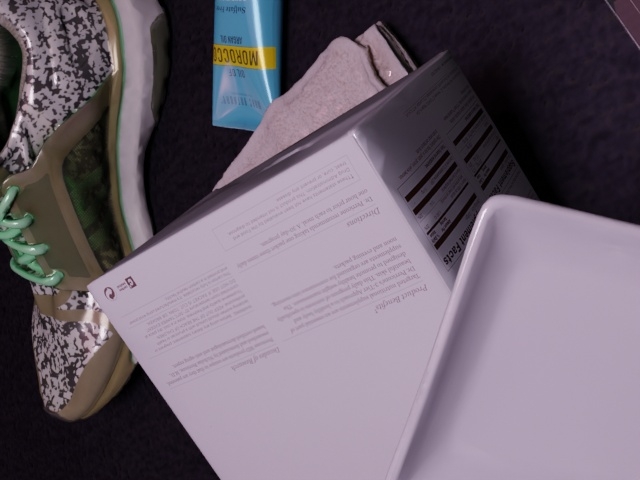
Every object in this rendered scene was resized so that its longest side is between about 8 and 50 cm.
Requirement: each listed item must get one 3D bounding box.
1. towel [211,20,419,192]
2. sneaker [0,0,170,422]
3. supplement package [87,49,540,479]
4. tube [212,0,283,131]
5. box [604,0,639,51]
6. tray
[{"bbox_3d":[0.000,0.000,0.660,0.282,0.049,0.187,-50,60,33],"label":"towel"},{"bbox_3d":[-0.251,-0.038,0.801,0.158,0.182,0.410,8,98,42],"label":"sneaker"},{"bbox_3d":[0.026,0.043,0.510,0.194,0.149,0.203,-26,101,34],"label":"supplement package"},{"bbox_3d":[-0.055,-0.188,0.705,0.080,0.052,0.207,18,111,48],"label":"tube"},{"bbox_3d":[0.231,-0.156,0.331,0.270,0.060,0.216,-39,74,33],"label":"box"},{"bbox_3d":[0.165,0.071,0.394,0.030,0.270,0.145,-118,42,-68],"label":"tray"}]
